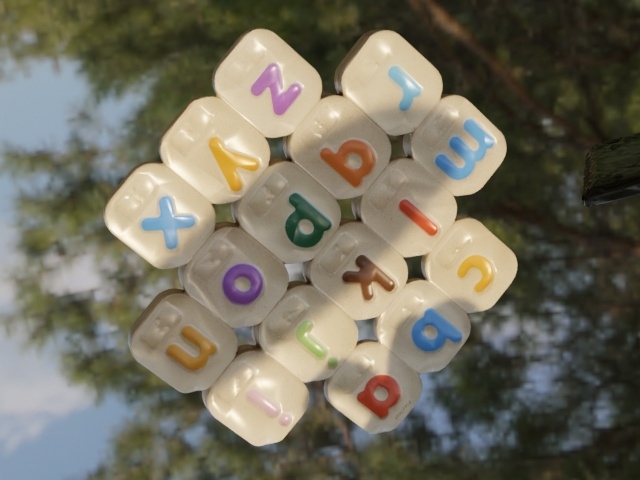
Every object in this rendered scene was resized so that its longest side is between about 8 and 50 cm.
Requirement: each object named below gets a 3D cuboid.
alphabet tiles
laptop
[{"bbox_3d":[0.000,0.000,0.928,0.284,0.278,0.021,-52,-155,-2],"label":"alphabet tiles"},{"bbox_3d":[0.305,-0.015,0.812,0.264,0.136,0.234,-14,-173,14],"label":"laptop"}]
